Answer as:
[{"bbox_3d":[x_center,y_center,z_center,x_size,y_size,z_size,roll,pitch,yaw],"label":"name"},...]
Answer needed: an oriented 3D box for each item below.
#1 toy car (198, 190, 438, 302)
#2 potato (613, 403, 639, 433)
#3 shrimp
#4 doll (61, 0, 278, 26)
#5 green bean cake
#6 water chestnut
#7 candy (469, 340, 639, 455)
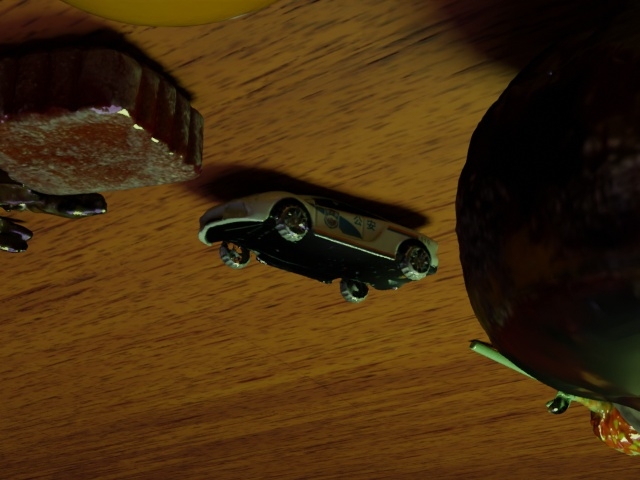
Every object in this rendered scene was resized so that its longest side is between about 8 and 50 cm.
[{"bbox_3d":[0.000,0.000,1.216,0.205,0.056,0.095,18,155,-30],"label":"toy car"},{"bbox_3d":[0.333,0.032,1.203,0.264,0.211,0.189,-9,130,-20],"label":"potato"},{"bbox_3d":[-0.240,-0.020,1.211,0.195,0.035,0.148,4,159,15],"label":"shrimp"},{"bbox_3d":[-0.069,-0.190,0.522,0.236,0.213,0.213,41,171,20],"label":"doll"},{"bbox_3d":[-0.157,-0.078,1.011,0.135,0.056,0.135,-7,159,21],"label":"green bean cake"},{"bbox_3d":[0.245,0.014,0.859,0.350,0.302,0.350,6,163,2],"label":"water chestnut"},{"bbox_3d":[0.266,0.158,1.643,0.287,0.078,0.084,26,154,-33],"label":"candy"}]
